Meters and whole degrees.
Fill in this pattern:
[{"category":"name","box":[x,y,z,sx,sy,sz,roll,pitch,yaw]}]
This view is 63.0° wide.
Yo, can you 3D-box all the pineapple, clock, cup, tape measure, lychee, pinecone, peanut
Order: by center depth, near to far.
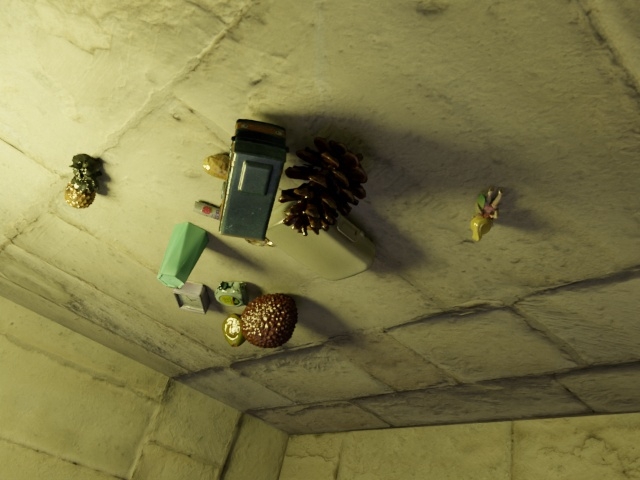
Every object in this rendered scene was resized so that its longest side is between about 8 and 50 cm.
[{"category":"pinecone","box":[0.002,-0.153,1.489,0.244,0.309,0.244,35,161,14]},{"category":"peanut","box":[-0.287,-0.226,1.658,0.175,0.080,0.080,17,146,-9]},{"category":"pineapple","box":[-0.849,-0.212,1.869,0.119,0.111,0.237,-1,148,-38]},{"category":"cup","box":[-0.538,0.064,2.018,0.134,0.235,0.148,10,147,10]},{"category":"lychee","box":[-0.212,0.340,2.294,0.271,0.271,0.271,10,145,7]},{"category":"tape measure","box":[-0.388,0.289,2.407,0.164,0.084,0.330,11,145,9]},{"category":"clock","box":[-0.611,0.267,2.473,0.145,0.073,0.193,11,146,5]}]

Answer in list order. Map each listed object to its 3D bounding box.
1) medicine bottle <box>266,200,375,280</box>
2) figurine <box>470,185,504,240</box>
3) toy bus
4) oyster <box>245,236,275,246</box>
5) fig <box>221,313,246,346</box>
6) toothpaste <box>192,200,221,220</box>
[{"category":"medicine bottle","box":[0.000,0.000,1.818,0.375,0.123,0.282,38,138,-28]},{"category":"figurine","box":[0.495,-0.081,1.567,0.083,0.083,0.187,14,136,2]},{"category":"toy bus","box":[-0.203,-0.170,1.533,0.162,0.194,0.323,9,129,-13]},{"category":"oyster","box":[-0.205,-0.010,1.944,0.177,0.056,0.105,3,150,18]},{"category":"fig","box":[-0.411,0.439,2.560,0.144,0.165,0.154,-4,133,-3]},{"category":"toothpaste","box":[-0.368,-0.093,1.905,0.195,0.042,0.067,19,143,-15]}]
